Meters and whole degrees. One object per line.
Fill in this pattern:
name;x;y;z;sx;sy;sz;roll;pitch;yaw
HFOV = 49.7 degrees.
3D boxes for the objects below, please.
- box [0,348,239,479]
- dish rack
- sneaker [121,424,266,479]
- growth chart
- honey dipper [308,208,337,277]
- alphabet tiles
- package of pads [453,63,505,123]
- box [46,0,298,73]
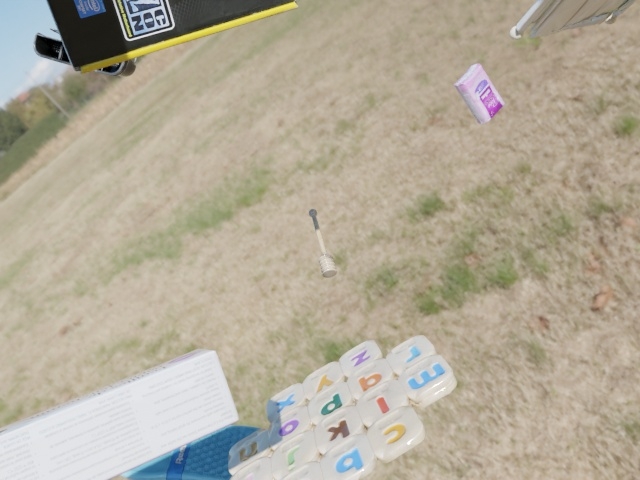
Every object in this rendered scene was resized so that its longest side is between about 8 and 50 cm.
box;-0.225;0.171;0.528;0.323;0.067;0.063;-21;1;-24
dish rack;-0.422;-0.460;1.339;0.074;0.208;0.272;5;-78;-75
sneaker;-0.195;0.362;1.073;0.318;0.208;0.127;11;50;12
growth chart;0.331;-0.296;0.801;0.237;0.021;0.172;-19;-16;-32
honey dipper;0.000;0.000;1.371;0.030;0.030;0.161;-32;53;23
alphabet tiles;0.018;0.207;0.803;0.284;0.021;0.278;-30;13;-1
package of pads;0.251;-0.232;1.095;0.050;0.083;0.032;-47;25;-15
box;-0.183;-0.363;0.691;0.257;0.322;0.079;-21;29;-14
